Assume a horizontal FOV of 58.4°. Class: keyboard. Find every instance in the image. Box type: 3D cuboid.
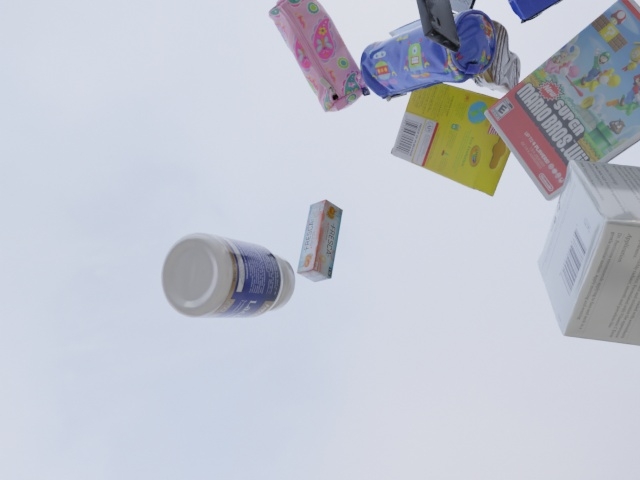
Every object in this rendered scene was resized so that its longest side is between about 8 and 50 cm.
[{"bbox_3d":[0.105,-0.306,0.650,0.100,0.038,0.192,9,-113,-49],"label":"keyboard"}]

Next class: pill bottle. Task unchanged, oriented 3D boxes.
[{"bbox_3d":[-0.166,0.074,1.110,0.264,0.153,0.153,14,-86,-62],"label":"pill bottle"}]

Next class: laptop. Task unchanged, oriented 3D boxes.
[{"bbox_3d":[0.276,-0.590,1.346,0.136,0.234,0.264,12,-63,-8],"label":"laptop"}]

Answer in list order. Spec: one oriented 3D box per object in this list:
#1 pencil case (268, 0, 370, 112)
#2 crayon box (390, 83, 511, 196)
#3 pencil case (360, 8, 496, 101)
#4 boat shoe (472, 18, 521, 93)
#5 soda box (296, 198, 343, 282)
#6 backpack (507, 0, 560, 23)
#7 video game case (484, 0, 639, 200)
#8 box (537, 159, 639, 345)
[{"bbox_3d":[-0.002,-0.429,1.309,0.124,0.124,0.284,-30,-86,-14],"label":"pencil case"},{"bbox_3d":[0.323,-0.241,1.315,0.081,0.318,0.202,2,-67,-40],"label":"crayon box"},{"bbox_3d":[0.203,-0.360,1.144,0.119,0.306,0.133,-8,-82,-31],"label":"pencil case"},{"bbox_3d":[0.373,-0.409,1.317,0.341,0.110,0.122,8,-86,-61],"label":"boat shoe"},{"bbox_3d":[0.000,0.000,1.325,0.063,0.058,0.183,30,-121,-35],"label":"soda box"},{"bbox_3d":[0.336,-0.407,0.889,0.098,0.120,0.101,-22,-74,21],"label":"backpack"},{"bbox_3d":[0.442,-0.229,0.951,0.025,0.285,0.204,-3,-121,-53],"label":"video game case"},{"bbox_3d":[0.388,0.012,0.769,0.119,0.182,0.181,7,-58,4],"label":"box"}]
